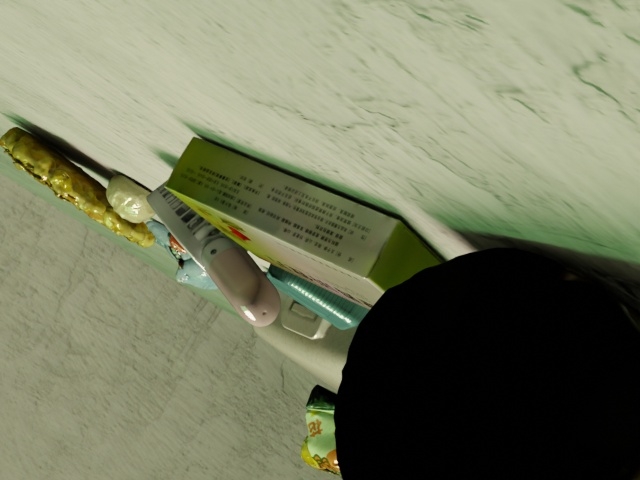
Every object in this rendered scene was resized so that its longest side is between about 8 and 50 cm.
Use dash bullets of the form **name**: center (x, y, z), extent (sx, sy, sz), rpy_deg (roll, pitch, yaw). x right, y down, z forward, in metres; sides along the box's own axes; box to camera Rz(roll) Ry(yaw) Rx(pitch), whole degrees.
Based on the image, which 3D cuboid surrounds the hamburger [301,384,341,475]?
- **hamburger**: center (0.053, 0.319, 1.879), extent (0.235, 0.125, 0.214), rpy_deg (5, 155, 34)

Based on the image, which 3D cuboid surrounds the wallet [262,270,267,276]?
- **wallet**: center (-0.017, 0.104, 1.919), extent (0.165, 0.030, 0.111), rpy_deg (26, 170, 23)

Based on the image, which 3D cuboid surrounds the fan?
- **fan**: center (-0.117, 0.014, 1.345), extent (0.244, 0.074, 0.130), rpy_deg (48, 176, 48)

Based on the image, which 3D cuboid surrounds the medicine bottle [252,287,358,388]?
- **medicine bottle**: center (0.077, 0.157, 1.584), extent (0.282, 0.123, 0.375), rpy_deg (37, 171, -30)

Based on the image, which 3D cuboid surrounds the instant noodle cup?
- **instant noodle cup**: center (0.003, 0.043, 1.353), extent (0.157, 0.070, 0.179), rpy_deg (32, 173, 0)

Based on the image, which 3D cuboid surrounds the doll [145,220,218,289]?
- **doll**: center (-0.250, 0.036, 2.165), extent (0.179, 0.075, 0.120), rpy_deg (29, 169, 2)

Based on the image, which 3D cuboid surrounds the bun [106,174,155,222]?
- **bun**: center (-0.283, -0.058, 1.782), extent (0.086, 0.055, 0.086), rpy_deg (31, 173, 4)

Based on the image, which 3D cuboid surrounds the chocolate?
- **chocolate**: center (0.176, 0.145, 0.857), extent (0.210, 0.225, 0.340), rpy_deg (25, 175, -27)

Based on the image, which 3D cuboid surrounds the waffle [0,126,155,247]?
- **waffle**: center (-0.382, -0.084, 1.881), extent (0.291, 0.051, 0.291), rpy_deg (37, -179, -1)

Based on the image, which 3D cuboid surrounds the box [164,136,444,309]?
- **box**: center (-0.001, 0.000, 1.119), extent (0.260, 0.062, 0.175), rpy_deg (23, 169, 38)
